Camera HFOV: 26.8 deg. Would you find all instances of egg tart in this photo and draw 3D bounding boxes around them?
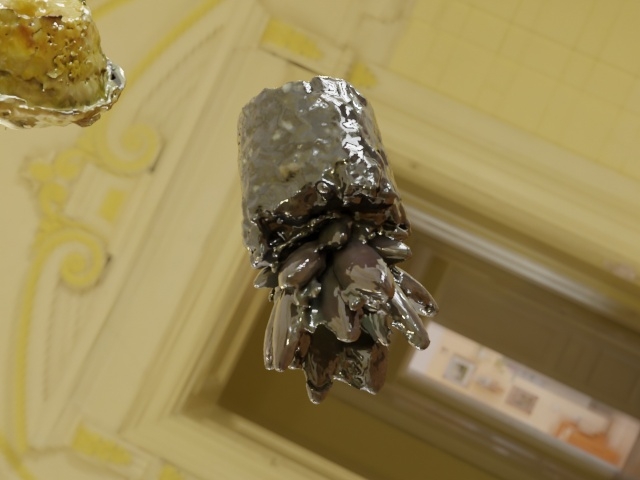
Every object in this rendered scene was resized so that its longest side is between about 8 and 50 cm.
[{"bbox_3d":[-0.244,-0.161,1.012,0.090,0.212,0.212,-62,-7,29],"label":"egg tart"}]

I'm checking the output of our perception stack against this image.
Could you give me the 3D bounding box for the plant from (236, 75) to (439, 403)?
[{"bbox_3d":[0.000,0.000,1.410,0.181,0.194,0.320,48,-152,-62],"label":"plant"}]
